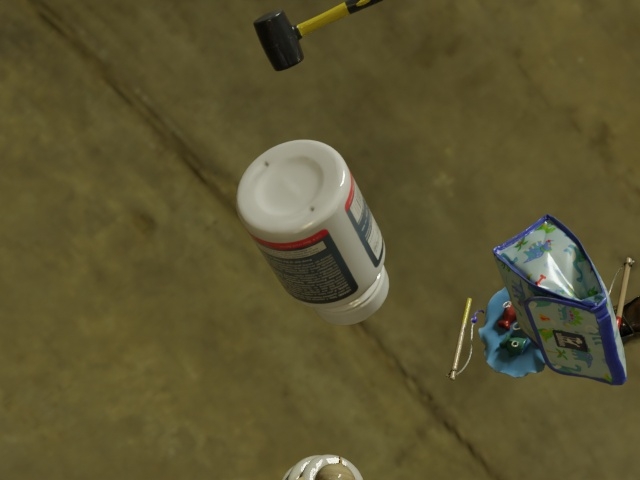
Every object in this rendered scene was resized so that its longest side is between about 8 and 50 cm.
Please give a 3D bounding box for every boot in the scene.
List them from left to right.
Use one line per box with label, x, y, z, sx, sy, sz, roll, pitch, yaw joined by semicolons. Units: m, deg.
boot;0.425;0.112;2.013;0.106;0.219;0.082;-27;83;-25

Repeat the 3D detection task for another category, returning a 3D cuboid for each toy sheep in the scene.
toy sheep;-0.004;0.247;1.412;0.091;0.132;0.091;12;57;-18

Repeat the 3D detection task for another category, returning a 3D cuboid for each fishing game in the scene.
fishing game;0.281;0.091;1.960;0.041;0.264;0.189;43;51;-33

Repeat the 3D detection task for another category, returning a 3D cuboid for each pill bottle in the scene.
pill bottle;0.000;0.000;1.396;0.180;0.108;0.108;61;24;-50

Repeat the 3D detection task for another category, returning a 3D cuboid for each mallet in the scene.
mallet;0.018;-0.251;1.593;0.062;0.189;0.039;56;9;-17

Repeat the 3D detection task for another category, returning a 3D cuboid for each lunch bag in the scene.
lunch bag;0.259;0.070;1.568;0.151;0.096;0.129;45;-14;47
